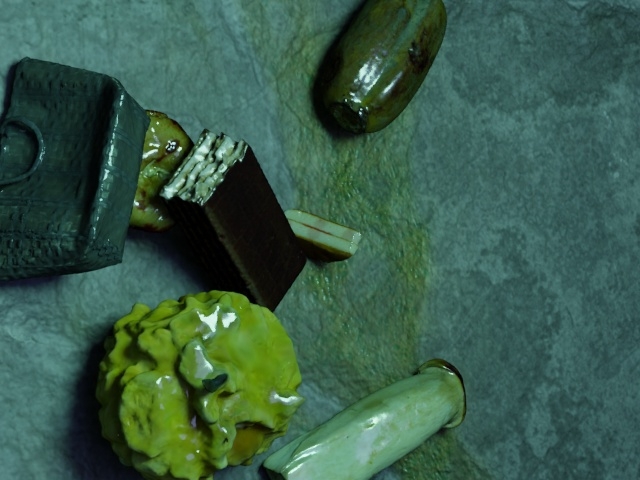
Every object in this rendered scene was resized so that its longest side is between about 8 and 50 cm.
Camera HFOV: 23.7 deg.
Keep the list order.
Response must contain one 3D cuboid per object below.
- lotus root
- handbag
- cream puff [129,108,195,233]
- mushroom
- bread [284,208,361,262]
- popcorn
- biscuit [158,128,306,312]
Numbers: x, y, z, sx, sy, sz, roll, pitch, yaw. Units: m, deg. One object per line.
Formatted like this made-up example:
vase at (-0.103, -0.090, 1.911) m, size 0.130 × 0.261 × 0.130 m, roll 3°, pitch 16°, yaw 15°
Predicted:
lotus root at (0.084, -0.244, 2.017) m, size 0.124 × 0.123 × 0.241 m, roll 30°, pitch 68°, yaw 3°
handbag at (-0.295, -0.076, 1.721) m, size 0.088 × 0.175 × 0.270 m, roll 46°, pitch 52°, yaw -67°
cream puff at (-0.212, -0.079, 1.815) m, size 0.149 × 0.084 × 0.149 m, roll 5°, pitch 79°, yaw -30°
mushroom at (0.069, 0.252, 1.969) m, size 0.312 × 0.081 × 0.100 m, roll -27°, pitch 93°, yaw -32°
bread at (0.000, 0.000, 1.972) m, size 0.109 × 0.062 × 0.043 m, roll 21°, pitch 63°, yaw 14°
popcorn at (-0.136, 0.167, 1.753) m, size 0.249 × 0.225 × 0.249 m, roll 12°, pitch 68°, yaw -31°
biscuit at (-0.101, -0.017, 1.827) m, size 0.106 × 0.070 × 0.252 m, roll -56°, pitch 144°, yaw -24°
